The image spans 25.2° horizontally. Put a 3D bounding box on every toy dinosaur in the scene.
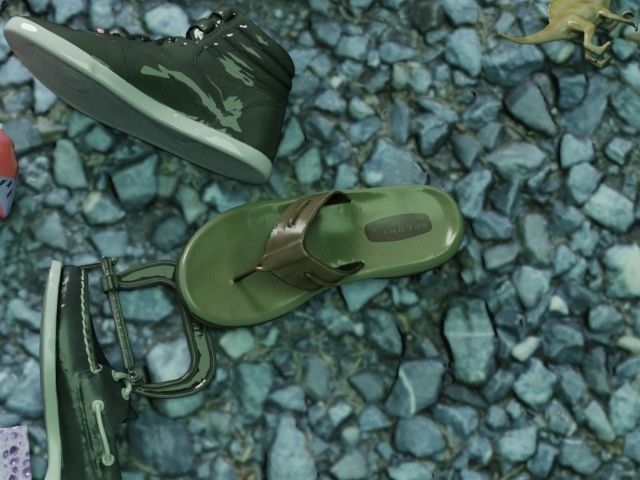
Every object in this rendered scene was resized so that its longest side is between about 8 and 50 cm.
[{"bbox_3d":[0.277,-0.228,1.544,0.183,0.053,0.092,-35,68,-23],"label":"toy dinosaur"}]

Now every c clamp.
[{"bbox_3d":[-0.177,0.084,1.403,0.137,0.022,0.161,-17,78,-18],"label":"c clamp"}]

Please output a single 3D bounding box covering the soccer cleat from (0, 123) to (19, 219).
[{"bbox_3d":[-0.415,-0.068,1.372,0.248,0.083,0.095,0,81,-12],"label":"soccer cleat"}]

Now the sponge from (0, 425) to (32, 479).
[{"bbox_3d":[-0.372,0.239,1.325,0.210,0.031,0.117,-4,77,-10],"label":"sponge"}]

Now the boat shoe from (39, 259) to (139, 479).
[{"bbox_3d":[-0.215,0.169,1.332,0.091,0.114,0.302,-1,88,-9],"label":"boat shoe"}]

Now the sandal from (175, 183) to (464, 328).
[{"bbox_3d":[0.001,-0.002,1.415,0.303,0.086,0.120,-16,79,-13],"label":"sandal"}]

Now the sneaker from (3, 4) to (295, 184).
[{"bbox_3d":[-0.159,-0.182,1.432,0.295,0.104,0.147,26,72,-8],"label":"sneaker"}]
